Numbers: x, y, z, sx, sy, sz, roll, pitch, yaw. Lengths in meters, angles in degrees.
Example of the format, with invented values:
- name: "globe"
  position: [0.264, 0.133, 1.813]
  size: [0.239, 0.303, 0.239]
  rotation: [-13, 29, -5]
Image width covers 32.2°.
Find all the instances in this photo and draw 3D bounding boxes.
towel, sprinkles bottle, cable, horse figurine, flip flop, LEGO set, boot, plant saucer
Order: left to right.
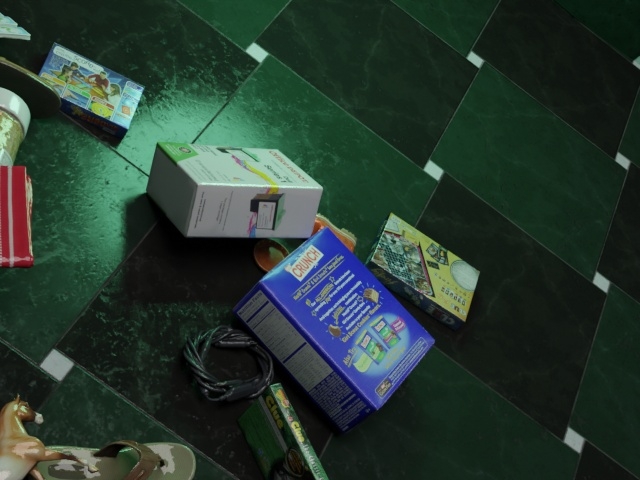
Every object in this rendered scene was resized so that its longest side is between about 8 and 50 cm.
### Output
- name: "towel"
  position: [-0.595, -0.039, 1.763]
  size: [0.274, 0.031, 0.199]
  rotation: [1, 55, -20]
- name: "LEGO set"
  position: [-0.694, -0.438, 2.100]
  size: [0.244, 0.060, 0.182]
  rotation: [-2, 28, -38]
- name: "sprinkles bottle"
  position: [-0.598, -0.106, 1.916]
  size: [0.121, 0.121, 0.355]
  rotation: [21, 48, -19]
- name: "boot"
  position: [-0.628, -0.329, 2.091]
  size: [0.305, 0.112, 0.115]
  rotation: [22, 36, -15]
- name: "horse figurine"
  position: [-0.456, 0.369, 1.641]
  size: [0.174, 0.066, 0.263]
  rotation: [38, 55, -6]
- name: "flip flop"
  position: [-0.323, 0.360, 1.763]
  size: [0.277, 0.080, 0.112]
  rotation: [9, 52, -28]
- name: "cable"
  position: [-0.165, 0.220, 2.013]
  size: [0.184, 0.047, 0.150]
  rotation: [-15, 58, -45]
- name: "plant saucer"
  position: [-0.098, 0.035, 2.220]
  size: [0.083, 0.013, 0.083]
  rotation: [19, 47, -22]
- name: "boot"
  position: [0.000, 0.000, 2.285]
  size: [0.158, 0.059, 0.085]
  rotation: [27, 50, -15]

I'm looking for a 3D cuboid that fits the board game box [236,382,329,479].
- name: "board game box"
  position: [-0.051, 0.387, 1.887]
  size: [0.030, 0.136, 0.260]
  rotation: [-12, 64, -38]

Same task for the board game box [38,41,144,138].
- name: "board game box"
  position: [-0.464, -0.300, 2.221]
  size: [0.201, 0.035, 0.136]
  rotation: [26, 46, -15]

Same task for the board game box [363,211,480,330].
- name: "board game box"
  position: [0.219, 0.066, 2.390]
  size: [0.243, 0.042, 0.165]
  rotation: [34, 44, -7]

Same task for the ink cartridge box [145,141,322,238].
- name: "ink cartridge box"
  position: [-0.166, -0.096, 2.149]
  size: [0.278, 0.117, 0.201]
  rotation: [1, 27, -34]

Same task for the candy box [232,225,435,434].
- name: "candy box"
  position: [0.028, 0.163, 2.106]
  size: [0.317, 0.122, 0.268]
  rotation: [48, 38, 2]
